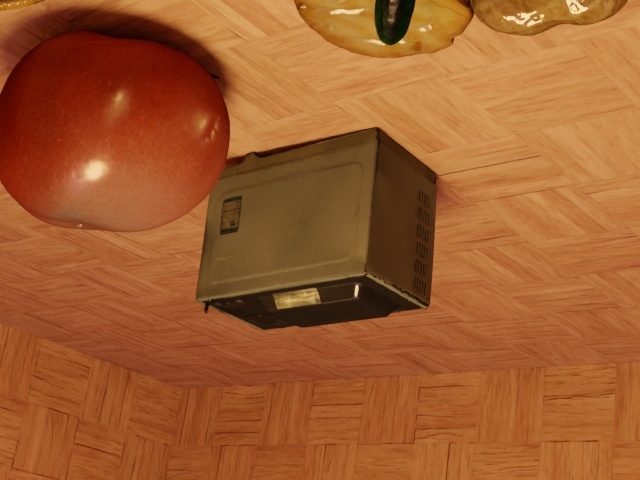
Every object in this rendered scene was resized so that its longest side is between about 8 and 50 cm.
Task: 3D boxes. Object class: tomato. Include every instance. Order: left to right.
[{"bbox_3d":[-0.305,-0.140,1.614,0.342,0.272,0.341,7,159,3],"label":"tomato"}]

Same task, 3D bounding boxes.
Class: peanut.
[{"bbox_3d":[0.263,-0.286,1.284,0.193,0.089,0.089,-8,154,35],"label":"peanut"}]

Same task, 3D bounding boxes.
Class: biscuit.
[{"bbox_3d":[0.071,-0.295,1.379,0.260,0.041,0.203,21,158,-38],"label":"biscuit"}]

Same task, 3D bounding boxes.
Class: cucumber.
[{"bbox_3d":[0.085,-0.325,1.223,0.056,0.056,0.284,6,144,7],"label":"cucumber"}]

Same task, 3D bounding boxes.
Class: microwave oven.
[{"bbox_3d":[0.000,0.000,1.871,0.355,0.286,0.218,-12,153,34],"label":"microwave oven"}]

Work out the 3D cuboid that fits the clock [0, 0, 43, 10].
[{"bbox_3d":[-0.399,-0.367,1.160,0.317,0.200,0.244,0,153,-13],"label":"clock"}]
